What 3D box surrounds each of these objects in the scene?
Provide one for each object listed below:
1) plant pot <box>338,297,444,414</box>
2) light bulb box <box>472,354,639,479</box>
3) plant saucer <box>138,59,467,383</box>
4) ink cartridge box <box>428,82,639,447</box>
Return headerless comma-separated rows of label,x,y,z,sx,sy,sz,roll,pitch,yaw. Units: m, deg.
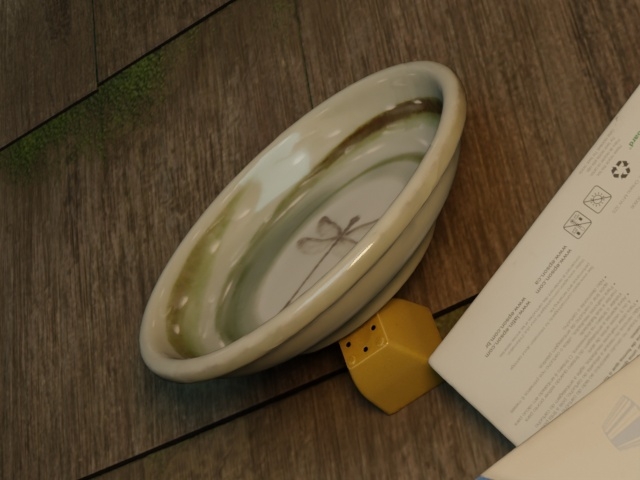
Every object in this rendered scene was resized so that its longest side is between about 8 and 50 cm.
plant pot,0.061,0.101,1.241,0.081,0.083,0.081,-35,52,20
light bulb box,0.212,0.313,0.821,0.361,0.225,0.358,-39,53,5
plant saucer,0.000,0.000,1.269,0.400,0.100,0.400,-37,22,18
ink cartridge box,0.296,0.073,1.078,0.324,0.071,0.330,-52,51,6
